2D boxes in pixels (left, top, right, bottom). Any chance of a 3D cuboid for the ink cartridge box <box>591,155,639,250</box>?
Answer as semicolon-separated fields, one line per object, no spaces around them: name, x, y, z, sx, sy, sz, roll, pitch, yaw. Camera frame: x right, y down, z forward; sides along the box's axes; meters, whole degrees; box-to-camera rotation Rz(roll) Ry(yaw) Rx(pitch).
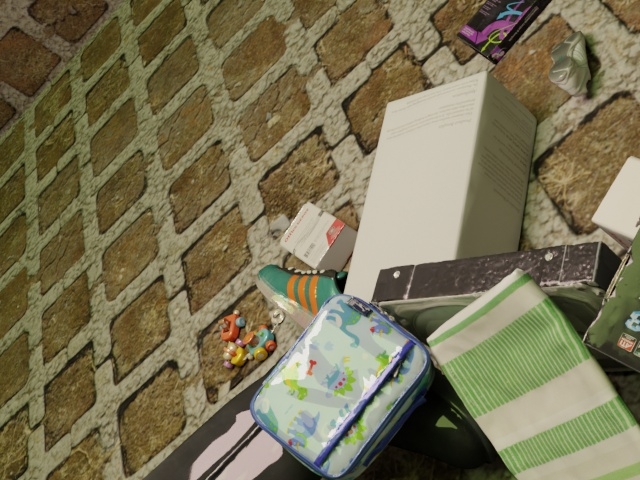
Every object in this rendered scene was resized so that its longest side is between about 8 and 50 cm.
ink cartridge box;0.468;0.006;1.137;0.100;0.172;0.237;-58;36;1

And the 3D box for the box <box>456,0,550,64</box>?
box;0.329;-0.402;1.718;0.162;0.029;0.116;-48;37;9

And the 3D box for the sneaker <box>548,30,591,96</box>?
sneaker;0.399;-0.278;1.531;0.053;0.061;0.152;-32;24;41

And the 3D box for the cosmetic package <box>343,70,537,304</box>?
cosmetic package;0.191;-0.049;1.509;0.217;0.156;0.385;-10;57;45

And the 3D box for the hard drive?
hard drive;0.264;0.100;1.244;0.339;0.237;0.064;-10;54;44

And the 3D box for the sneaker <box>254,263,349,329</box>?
sneaker;0.005;0.097;1.656;0.302;0.108;0.121;34;89;45

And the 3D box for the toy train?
toy train;-0.145;0.173;1.809;0.166;0.046;0.125;-16;53;42

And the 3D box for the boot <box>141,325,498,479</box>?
boot;-0.023;0.330;1.324;0.445;0.146;0.367;-41;44;-17

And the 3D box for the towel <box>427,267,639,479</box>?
towel;0.261;0.209;1.114;0.325;0.038;0.248;60;150;13

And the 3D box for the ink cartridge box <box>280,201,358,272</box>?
ink cartridge box;0.000;0.000;1.765;0.099;0.056;0.135;-56;37;0

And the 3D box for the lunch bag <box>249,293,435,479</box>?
lunch bag;0.033;0.192;1.253;0.176;0.090;0.219;38;83;23

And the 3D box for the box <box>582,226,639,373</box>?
box;0.457;0.040;0.946;0.295;0.073;0.293;28;98;30
